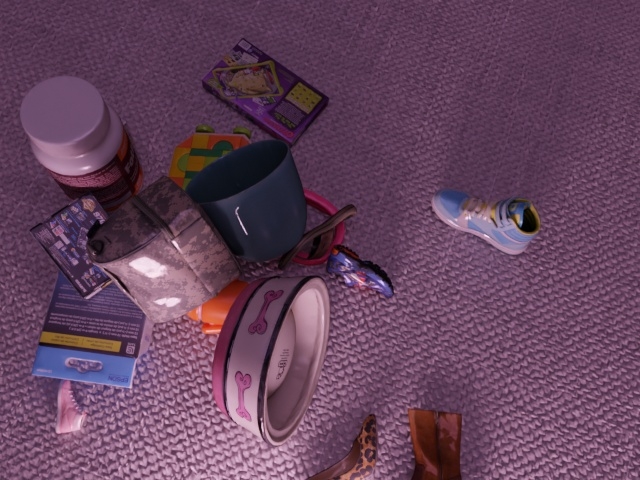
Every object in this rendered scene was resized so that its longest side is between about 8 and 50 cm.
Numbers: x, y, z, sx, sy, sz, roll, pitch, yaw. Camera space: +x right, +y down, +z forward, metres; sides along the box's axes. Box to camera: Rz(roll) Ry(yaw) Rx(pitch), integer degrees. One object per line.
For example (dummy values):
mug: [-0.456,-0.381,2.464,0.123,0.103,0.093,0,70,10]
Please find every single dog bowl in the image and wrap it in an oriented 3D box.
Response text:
dog bowl: [-0.113,0.270,1.381,0.150,0.408,0.408,11,69,18]

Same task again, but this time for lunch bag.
lunch bag: [-0.375,0.035,1.360,0.256,0.305,0.212,-42,52,-16]

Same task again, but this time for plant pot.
plant pot: [-0.168,-0.088,1.493,0.293,0.235,0.293,-19,32,12]

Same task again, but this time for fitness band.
fitness band: [-0.070,-0.049,1.661,0.291,0.054,0.209,25,70,5]

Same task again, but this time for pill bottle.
pill bottle: [-0.611,-0.238,1.496,0.224,0.392,0.224,2,71,-5]

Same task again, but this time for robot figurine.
robot figurine: [-0.269,0.163,1.529,0.219,0.158,0.128,10,48,-3]

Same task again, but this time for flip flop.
flip flop: [0.000,0.000,1.582,0.277,0.112,0.080,-36,93,-18]

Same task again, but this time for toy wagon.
toy wagon: [-0.269,-0.210,1.669,0.344,0.068,0.267,4,70,9]

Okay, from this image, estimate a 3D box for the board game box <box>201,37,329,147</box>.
board game box: [-0.171,-0.465,1.797,0.347,0.056,0.208,36,67,5]

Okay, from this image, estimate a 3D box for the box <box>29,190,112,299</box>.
box: [-0.591,0.012,1.450,0.175,0.051,0.220,-39,91,-17]

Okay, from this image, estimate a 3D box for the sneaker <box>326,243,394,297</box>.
sneaker: [0.112,0.098,1.620,0.221,0.083,0.087,33,111,-4]

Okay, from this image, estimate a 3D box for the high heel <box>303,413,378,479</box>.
high heel: [0.040,0.551,1.435,0.186,0.093,0.261,16,79,-6]

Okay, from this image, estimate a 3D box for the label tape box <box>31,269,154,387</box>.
label tape box: [-0.569,0.197,1.498,0.249,0.115,0.347,8,72,-3]

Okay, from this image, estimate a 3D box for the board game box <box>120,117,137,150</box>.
board game box: [-0.591,-0.324,1.655,0.103,0.154,0.026,39,71,8]

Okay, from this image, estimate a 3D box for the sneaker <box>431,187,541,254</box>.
sneaker: [0.486,-0.090,1.646,0.319,0.208,0.127,26,72,4]

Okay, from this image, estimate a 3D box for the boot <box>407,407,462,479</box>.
boot: [0.244,0.570,1.451,0.264,0.096,0.280,2,70,-4]

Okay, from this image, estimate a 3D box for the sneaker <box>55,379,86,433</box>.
sneaker: [-0.626,0.416,1.447,0.070,0.051,0.134,-1,74,-7]
